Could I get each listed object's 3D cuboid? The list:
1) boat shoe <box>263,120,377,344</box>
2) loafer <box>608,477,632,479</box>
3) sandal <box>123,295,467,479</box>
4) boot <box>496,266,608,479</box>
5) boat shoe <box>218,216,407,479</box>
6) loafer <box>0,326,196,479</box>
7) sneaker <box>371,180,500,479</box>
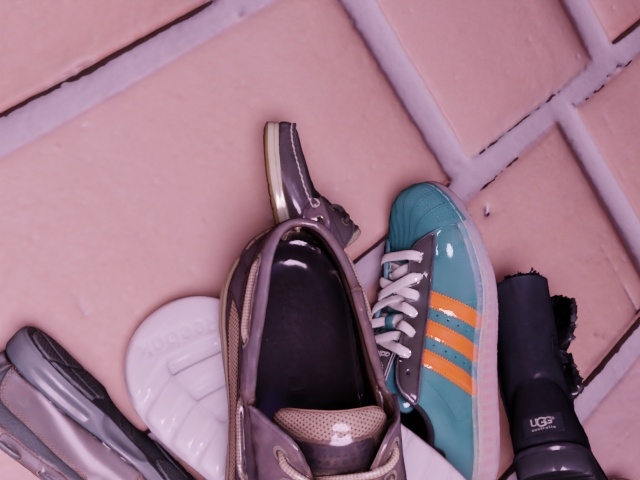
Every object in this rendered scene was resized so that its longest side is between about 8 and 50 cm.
[{"bbox_3d":[0.000,0.001,0.702,0.073,0.080,0.224,-12,91,1],"label":"boat shoe"},{"bbox_3d":[0.299,0.382,0.804,0.092,0.102,0.269,32,69,-14],"label":"loafer"},{"bbox_3d":[0.010,0.210,0.650,0.169,0.102,0.416,-38,79,-22],"label":"sandal"},{"bbox_3d":[0.231,0.166,0.793,0.246,0.094,0.207,55,29,-49],"label":"boot"},{"bbox_3d":[-0.008,0.147,0.542,0.132,0.130,0.356,-9,68,-12],"label":"boat shoe"},{"bbox_3d":[-0.160,0.187,0.608,0.084,0.096,0.267,-42,96,-6],"label":"loafer"},{"bbox_3d":[0.088,0.095,0.730,0.121,0.108,0.303,-4,86,-32],"label":"sneaker"}]
